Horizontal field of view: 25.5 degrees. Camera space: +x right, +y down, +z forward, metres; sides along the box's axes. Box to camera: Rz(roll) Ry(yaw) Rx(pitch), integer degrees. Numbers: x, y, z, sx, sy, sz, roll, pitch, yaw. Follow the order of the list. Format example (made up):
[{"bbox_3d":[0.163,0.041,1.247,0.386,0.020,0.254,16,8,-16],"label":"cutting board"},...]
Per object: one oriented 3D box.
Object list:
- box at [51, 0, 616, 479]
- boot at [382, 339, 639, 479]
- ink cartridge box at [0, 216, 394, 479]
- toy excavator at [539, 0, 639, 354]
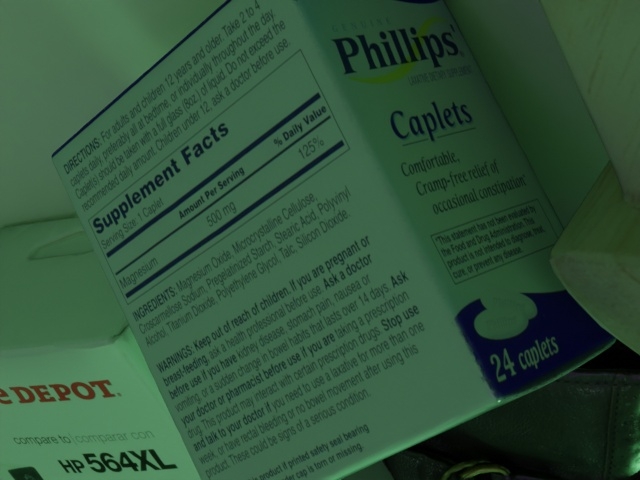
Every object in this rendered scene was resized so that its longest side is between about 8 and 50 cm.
[{"bbox_3d":[0.000,0.000,0.438,0.126,0.072,0.137,-32,81,42],"label":"box"},{"bbox_3d":[0.126,0.114,0.506,0.263,0.091,0.229,9,128,20],"label":"boot"},{"bbox_3d":[-0.067,0.092,0.605,0.148,0.086,0.203,-8,125,38],"label":"ink cartridge box"},{"bbox_3d":[0.087,-0.167,0.198,0.433,0.222,0.445,42,152,-11],"label":"toy excavator"}]
